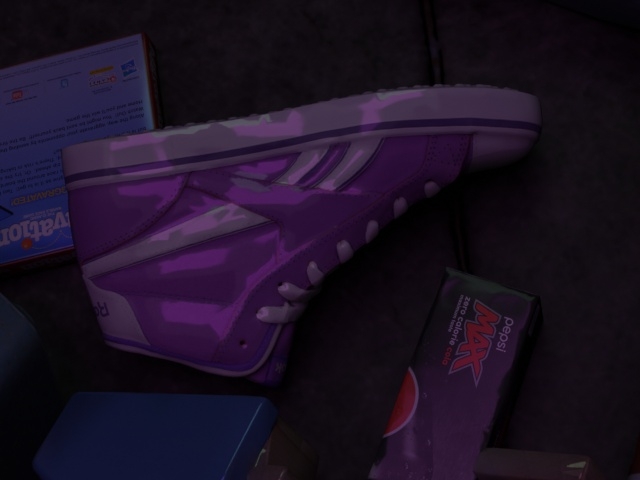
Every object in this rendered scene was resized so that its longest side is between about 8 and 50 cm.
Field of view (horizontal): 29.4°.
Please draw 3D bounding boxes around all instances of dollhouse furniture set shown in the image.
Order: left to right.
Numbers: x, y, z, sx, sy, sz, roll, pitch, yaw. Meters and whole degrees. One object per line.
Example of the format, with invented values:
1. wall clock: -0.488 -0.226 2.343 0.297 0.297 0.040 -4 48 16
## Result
1. dollhouse furniture set: 0.007 0.230 0.546 0.303 0.286 0.198 -3 48 42

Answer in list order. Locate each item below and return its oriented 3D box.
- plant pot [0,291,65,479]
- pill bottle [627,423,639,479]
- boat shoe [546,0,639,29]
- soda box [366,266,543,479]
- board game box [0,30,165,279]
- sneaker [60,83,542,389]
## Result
1. plant pot: -0.279 0.113 0.654 0.248 0.247 0.252 38 64 22
2. pill bottle: 0.221 0.098 0.606 0.121 0.121 0.216 12 73 16
3. boat shoe: 0.207 -0.221 0.719 0.367 0.136 0.156 22 77 16
4. soda box: 0.070 0.105 0.674 0.060 0.053 0.168 17 74 18
5. board game box: -0.238 -0.039 0.809 0.281 0.027 0.145 -13 67 8
6. sneaker: 0.000 0.000 0.720 0.282 0.102 0.161 -11 88 3
